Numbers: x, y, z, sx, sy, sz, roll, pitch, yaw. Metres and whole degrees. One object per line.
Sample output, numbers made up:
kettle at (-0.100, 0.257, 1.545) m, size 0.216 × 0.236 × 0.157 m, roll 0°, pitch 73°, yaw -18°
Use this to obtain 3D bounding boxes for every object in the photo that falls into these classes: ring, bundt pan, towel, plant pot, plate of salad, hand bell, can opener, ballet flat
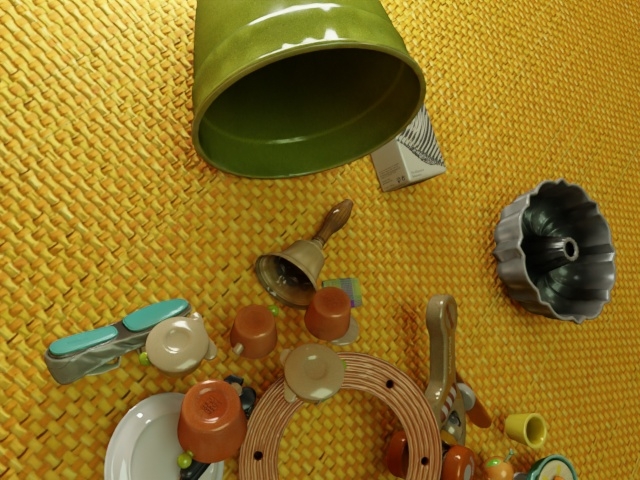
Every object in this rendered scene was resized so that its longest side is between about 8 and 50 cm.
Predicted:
ring at (0.037, 0.350, 0.831) m, size 0.336 × 0.032 × 0.337 m, roll 2°, pitch 82°, yaw -11°
bundt pan at (0.527, 0.029, 1.189) m, size 0.330 × 0.124 × 0.331 m, roll 6°, pitch 78°, yaw -28°
towel at (0.041, 0.102, 0.978) m, size 0.083 × 0.009 × 0.060 m, roll -5°, pitch 82°, yaw -30°
plant pot at (-0.056, -0.341, 0.846) m, size 0.366 × 0.366 × 0.353 m, roll -5°, pitch 70°, yaw -29°
plate of salad at (-0.228, 0.329, 0.758) m, size 0.199 × 0.048 × 0.200 m, roll 27°, pitch 52°, yaw -40°
hand bell at (0.000, 0.000, 0.939) m, size 0.126 × 0.126 × 0.242 m, roll 49°, pitch 50°, yaw -12°
can opener at (-0.156, 0.294, 0.790) m, size 0.073 × 0.059 × 0.186 m, roll 15°, pitch 42°, yaw 17°
ballet flat at (-0.292, 0.151, 0.767) m, size 0.213 × 0.072 × 0.068 m, roll -19°, pitch 117°, yaw -29°

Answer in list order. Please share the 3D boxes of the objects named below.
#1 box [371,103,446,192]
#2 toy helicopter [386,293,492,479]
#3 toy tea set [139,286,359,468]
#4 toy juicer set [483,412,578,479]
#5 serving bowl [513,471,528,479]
box at (0.153, -0.247, 1.056) m, size 0.113 × 0.094 × 0.275 m, roll -19°, pitch 90°, yaw -30°
toy helicopter at (0.243, 0.277, 0.976) m, size 0.235 × 0.140 × 0.355 m, roll -4°, pitch 94°, yaw -51°
toy tea set at (-0.083, 0.191, 0.764) m, size 0.336 × 0.124 × 0.200 m, roll -13°, pitch 53°, yaw -20°
toy juicer set at (0.456, 0.534, 1.041) m, size 0.209 × 0.089 × 0.329 m, roll -40°, pitch 101°, yaw -28°
serving bowl at (0.418, 0.535, 1.089) m, size 0.083 × 0.027 × 0.083 m, roll 6°, pitch 77°, yaw -27°
